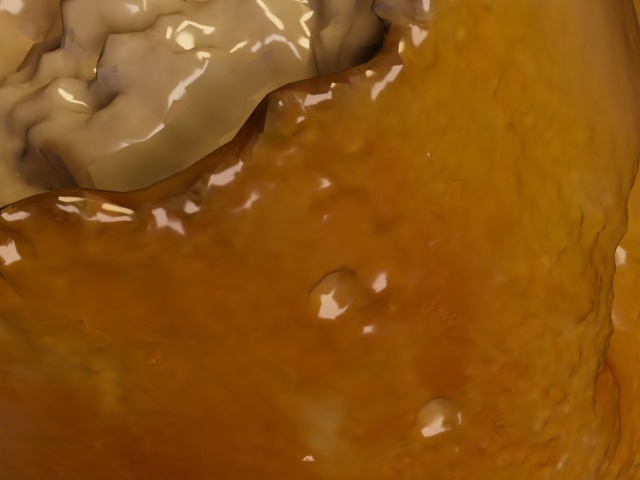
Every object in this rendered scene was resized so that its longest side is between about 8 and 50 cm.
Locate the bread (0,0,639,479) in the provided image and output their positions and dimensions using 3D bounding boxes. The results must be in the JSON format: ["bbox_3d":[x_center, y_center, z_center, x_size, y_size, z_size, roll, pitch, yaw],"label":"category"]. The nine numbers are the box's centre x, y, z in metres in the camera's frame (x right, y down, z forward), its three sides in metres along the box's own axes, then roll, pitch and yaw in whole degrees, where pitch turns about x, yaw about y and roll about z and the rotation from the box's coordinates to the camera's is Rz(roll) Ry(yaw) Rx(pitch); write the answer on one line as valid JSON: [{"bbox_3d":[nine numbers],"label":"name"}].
[{"bbox_3d":[0.000,0.000,0.585,0.361,0.250,0.394,-29,124,5],"label":"bread"}]
